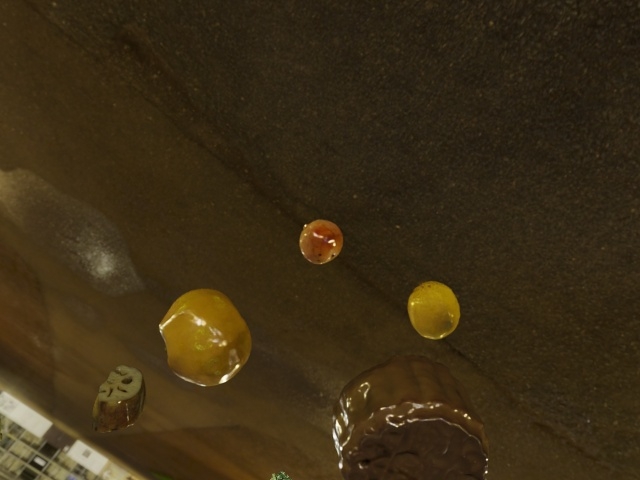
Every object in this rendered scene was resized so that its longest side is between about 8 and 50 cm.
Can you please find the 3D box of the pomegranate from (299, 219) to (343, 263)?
[{"bbox_3d":[0.002,0.004,1.972,0.191,0.191,0.191,22,145,16],"label":"pomegranate"}]

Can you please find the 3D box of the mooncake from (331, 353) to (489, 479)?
[{"bbox_3d":[0.185,0.421,0.977,0.323,0.187,0.324,-1,110,-2],"label":"mooncake"}]

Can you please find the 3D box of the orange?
[{"bbox_3d":[-0.328,0.274,1.321,0.279,0.235,0.279,45,151,35],"label":"orange"}]

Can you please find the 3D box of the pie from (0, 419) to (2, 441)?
[{"bbox_3d":[-0.782,0.383,0.788,0.395,0.418,0.180,8,153,-40],"label":"pie"}]

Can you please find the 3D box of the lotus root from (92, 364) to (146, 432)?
[{"bbox_3d":[-0.664,0.528,1.568,0.138,0.235,0.119,9,108,-6],"label":"lotus root"}]

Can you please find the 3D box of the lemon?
[{"bbox_3d":[0.445,0.276,1.834,0.204,0.204,0.260,3,123,37],"label":"lemon"}]

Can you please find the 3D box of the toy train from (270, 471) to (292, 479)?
[{"bbox_3d":[-0.105,0.652,1.244,0.083,0.053,0.033,58,-178,-36],"label":"toy train"}]

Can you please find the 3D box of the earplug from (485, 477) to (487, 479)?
[{"bbox_3d":[0.529,0.913,1.677,0.325,0.174,0.214,92,159,-69],"label":"earplug"}]
